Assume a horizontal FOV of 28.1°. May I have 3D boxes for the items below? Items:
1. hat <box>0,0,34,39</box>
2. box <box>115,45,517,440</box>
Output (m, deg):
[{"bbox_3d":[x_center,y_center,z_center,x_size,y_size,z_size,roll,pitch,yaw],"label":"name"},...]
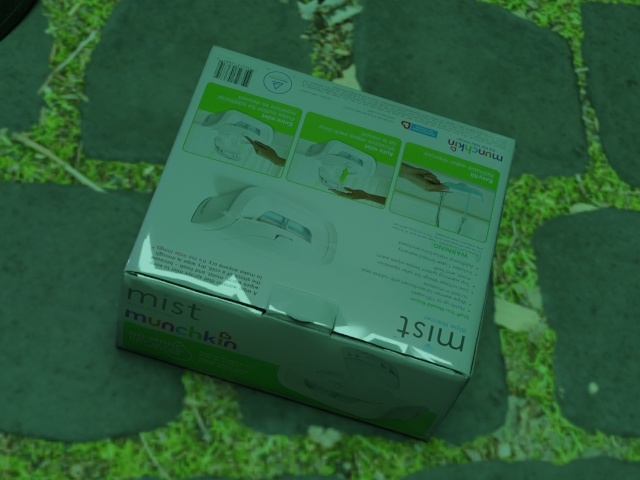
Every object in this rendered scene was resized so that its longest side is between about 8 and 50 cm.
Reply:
[{"bbox_3d":[-0.373,-0.302,1.092,0.134,0.331,0.331,2,43,43],"label":"hat"},{"bbox_3d":[0.000,0.000,1.004,0.261,0.127,0.231,17,57,-2],"label":"box"}]
